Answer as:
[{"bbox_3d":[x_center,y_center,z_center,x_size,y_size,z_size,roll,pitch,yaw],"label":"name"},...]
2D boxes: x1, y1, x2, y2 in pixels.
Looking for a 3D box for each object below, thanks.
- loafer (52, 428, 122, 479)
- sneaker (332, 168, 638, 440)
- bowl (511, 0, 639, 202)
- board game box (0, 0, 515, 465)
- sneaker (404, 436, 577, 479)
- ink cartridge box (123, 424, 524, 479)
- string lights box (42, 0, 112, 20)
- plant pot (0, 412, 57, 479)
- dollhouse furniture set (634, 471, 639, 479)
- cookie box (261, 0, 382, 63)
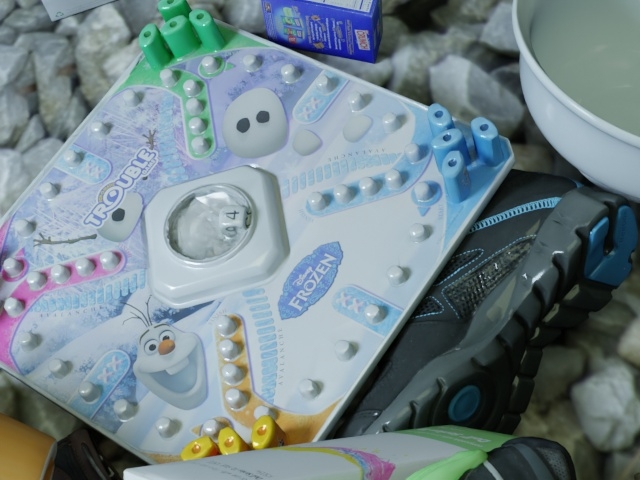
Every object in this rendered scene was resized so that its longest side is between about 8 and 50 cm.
[{"bbox_3d":[-0.119,0.258,1.003,0.302,0.109,0.095,34,68,20],"label":"loafer"},{"bbox_3d":[0.117,0.081,1.080,0.341,0.125,0.139,-46,45,-14],"label":"sneaker"},{"bbox_3d":[0.297,-0.125,1.111,0.298,0.134,0.298,4,46,-4],"label":"bowl"},{"bbox_3d":[-0.097,-0.014,1.103,0.390,0.050,0.390,26,70,28],"label":"board game box"},{"bbox_3d":[0.201,0.335,0.817,0.202,0.185,0.483,-36,105,-27],"label":"sneaker"},{"bbox_3d":[-0.014,0.247,0.869,0.353,0.119,0.207,-2,92,-32],"label":"ink cartridge box"},{"bbox_3d":[-0.252,-0.362,1.300,0.133,0.077,0.260,-19,66,-5],"label":"string lights box"},{"bbox_3d":[-0.295,0.183,0.917,0.188,0.205,0.205,13,67,-5],"label":"plant pot"},{"bbox_3d":[0.339,0.321,0.969,0.197,0.151,0.301,-8,91,11],"label":"dollhouse furniture set"},{"bbox_3d":[0.003,-0.212,1.212,0.107,0.092,0.040,13,70,8],"label":"cookie box"}]
